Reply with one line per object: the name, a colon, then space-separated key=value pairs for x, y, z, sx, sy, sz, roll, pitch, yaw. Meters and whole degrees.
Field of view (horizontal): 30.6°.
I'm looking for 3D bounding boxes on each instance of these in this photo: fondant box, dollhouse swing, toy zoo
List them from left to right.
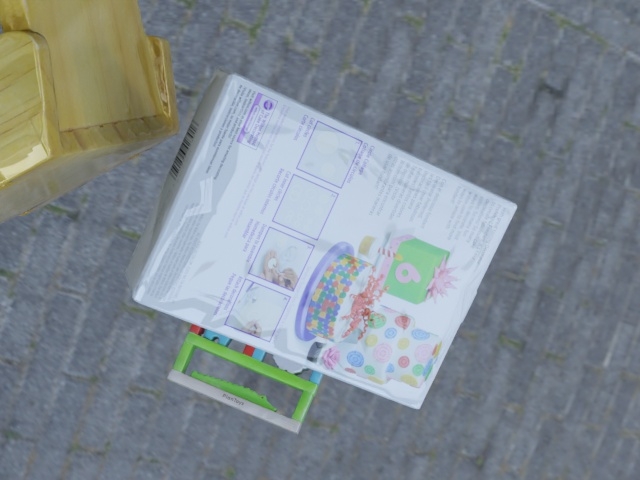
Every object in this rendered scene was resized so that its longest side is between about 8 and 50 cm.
dollhouse swing: x=-0.333 y=-0.195 z=1.185 sx=0.315 sy=0.347 sz=0.305 roll=-26 pitch=94 yaw=15
toy zoo: x=-0.061 y=0.091 z=1.590 sx=0.192 sy=0.030 sz=0.293 roll=21 pitch=76 yaw=7
fondant box: x=0.000 y=0.000 z=1.189 sx=0.330 sy=0.096 sz=0.238 roll=23 pitch=96 yaw=-18
